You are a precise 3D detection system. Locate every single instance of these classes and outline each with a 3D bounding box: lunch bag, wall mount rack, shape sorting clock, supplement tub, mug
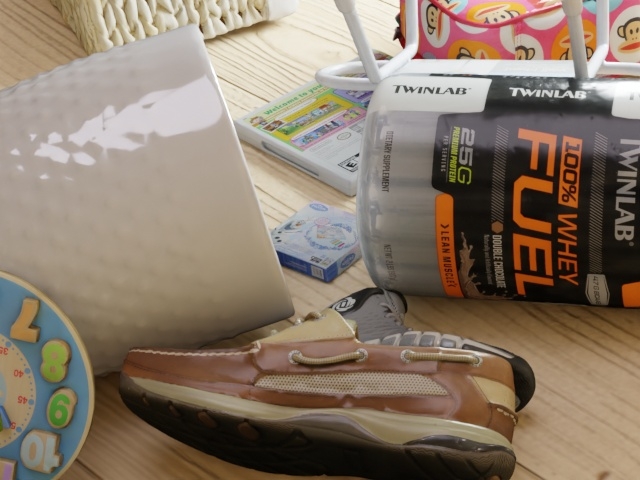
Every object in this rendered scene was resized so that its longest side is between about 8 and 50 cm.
[{"bbox_3d":[0.234,-0.263,1.988,0.293,0.120,0.258,-13,31,-18],"label":"lunch bag"},{"bbox_3d":[0.151,-0.197,1.681,0.350,0.130,0.304,2,15,14],"label":"wall mount rack"},{"bbox_3d":[-0.285,0.120,1.455,0.206,0.206,0.040,-1,17,9],"label":"shape sorting clock"},{"bbox_3d":[0.214,-0.045,1.605,0.338,0.207,0.207,2,35,14],"label":"supplement tub"},{"bbox_3d":[-0.227,-0.028,1.618,0.328,0.276,0.374,-19,23,-2],"label":"mug"}]

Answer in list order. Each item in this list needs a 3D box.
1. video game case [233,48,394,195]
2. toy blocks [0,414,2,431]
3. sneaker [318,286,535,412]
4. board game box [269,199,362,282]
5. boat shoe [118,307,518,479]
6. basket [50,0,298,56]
[{"bbox_3d":[0.046,-0.131,1.928,0.212,0.023,0.193,-30,40,-30],"label":"video game case"},{"bbox_3d":[-0.411,0.264,1.279,0.381,0.191,0.261,-6,56,-8],"label":"toy blocks"},{"bbox_3d":[0.080,0.085,1.547,0.228,0.086,0.132,3,33,16],"label":"sneaker"},{"bbox_3d":[0.000,0.000,1.743,0.090,0.020,0.090,21,43,35],"label":"board game box"},{"bbox_3d":[0.003,0.122,1.448,0.324,0.122,0.120,9,65,9],"label":"boat shoe"},{"bbox_3d":[-0.223,-0.426,2.154,0.266,0.331,0.328,-23,36,-13],"label":"basket"}]
